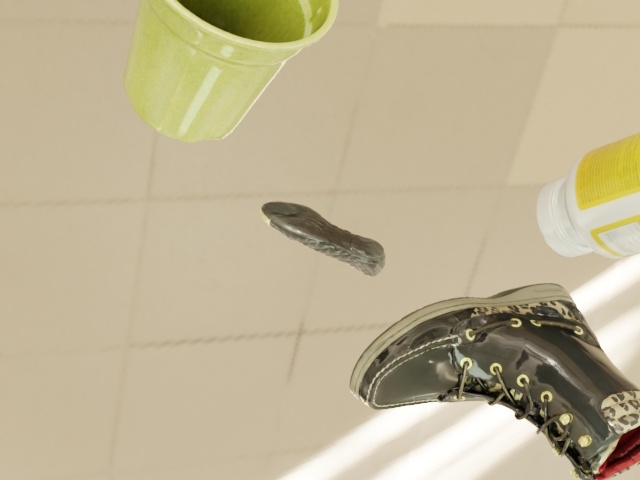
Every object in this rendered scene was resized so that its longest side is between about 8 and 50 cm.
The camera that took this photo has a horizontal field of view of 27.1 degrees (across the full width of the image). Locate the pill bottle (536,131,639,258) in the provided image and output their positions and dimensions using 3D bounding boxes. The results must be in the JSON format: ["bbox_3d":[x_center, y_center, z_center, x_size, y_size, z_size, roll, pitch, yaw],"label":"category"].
[{"bbox_3d":[0.283,-0.042,1.174,0.103,0.103,0.184,18,156,-35],"label":"pill bottle"}]

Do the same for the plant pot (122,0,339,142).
[{"bbox_3d":[-0.148,-0.278,1.809,0.276,0.276,0.254,3,142,-26],"label":"plant pot"}]

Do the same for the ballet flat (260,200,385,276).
[{"bbox_3d":[0.000,0.000,1.666,0.173,0.057,0.049,25,137,10],"label":"ballet flat"}]

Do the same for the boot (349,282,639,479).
[{"bbox_3d":[0.162,0.129,1.108,0.236,0.178,0.085,-14,134,-28],"label":"boot"}]
